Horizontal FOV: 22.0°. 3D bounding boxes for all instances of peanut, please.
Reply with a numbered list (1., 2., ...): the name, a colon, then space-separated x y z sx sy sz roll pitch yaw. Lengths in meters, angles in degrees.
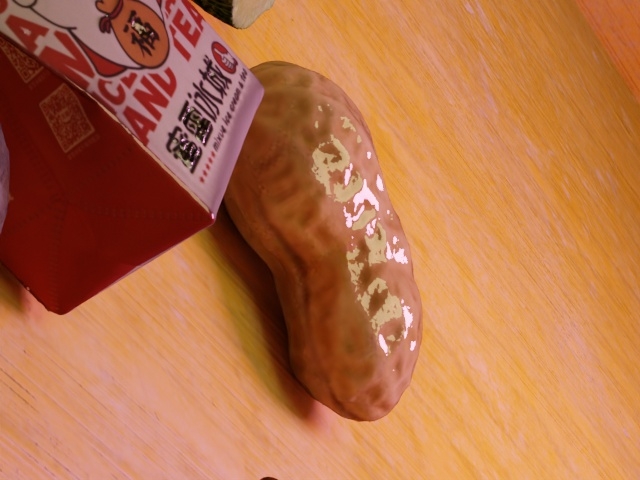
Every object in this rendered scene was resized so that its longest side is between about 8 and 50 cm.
1. peanut: 0.000 0.000 1.350 0.305 0.147 0.147 69 20 -3

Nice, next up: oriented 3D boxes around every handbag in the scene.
1. handbag: -0.185 -0.122 0.997 0.298 0.151 0.171 48 31 -22

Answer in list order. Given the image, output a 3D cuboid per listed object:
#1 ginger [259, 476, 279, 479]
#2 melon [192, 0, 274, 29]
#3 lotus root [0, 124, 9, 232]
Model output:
1. ginger: -0.032 0.208 1.104 0.162 0.073 0.103 4 76 -74
2. melon: -0.094 -0.334 1.398 0.331 0.226 0.343 67 32 -29
3. lotus root: -0.243 -0.038 0.735 0.349 0.175 0.175 16 52 -65
